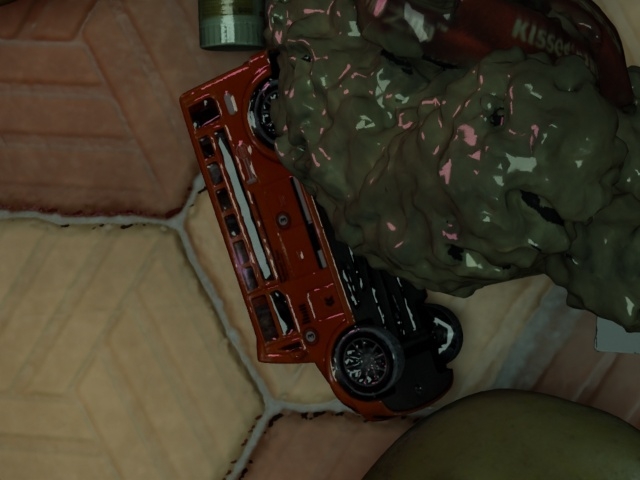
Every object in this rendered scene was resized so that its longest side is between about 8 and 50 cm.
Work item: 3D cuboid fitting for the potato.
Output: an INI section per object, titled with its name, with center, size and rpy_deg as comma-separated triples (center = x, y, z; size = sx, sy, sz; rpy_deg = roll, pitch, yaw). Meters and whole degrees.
[potato]
center = 0.103, 0.254, 1.076
size = 0.243, 0.221, 0.326
rpy_deg = 35, 85, -5

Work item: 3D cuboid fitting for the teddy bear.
[teddy bear]
center = 0.148, -0.075, 1.017
size = 0.368, 0.357, 0.224
rpy_deg = 8, 129, -31

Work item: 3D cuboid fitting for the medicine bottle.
[medicine bottle]
center = -0.062, -0.174, 1.179
size = 0.047, 0.047, 0.083
rpy_deg = -2, 90, 7

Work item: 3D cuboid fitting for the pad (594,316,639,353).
[pad]
center = 0.286, 0.025, 1.159
size = 0.193, 0.004, 0.116
rpy_deg = 4, 92, 6

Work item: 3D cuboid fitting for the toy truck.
[toy truck]
center = 0.000, 0.000, 1.140
size = 0.114, 0.107, 0.252
rpy_deg = -19, 88, 31

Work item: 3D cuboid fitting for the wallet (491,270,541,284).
[wallet]
center = 0.114, -0.070, 1.165
size = 0.110, 0.031, 0.198
rpy_deg = -12, 89, 8

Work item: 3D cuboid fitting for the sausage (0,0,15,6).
[sausage]
center = -0.063, -0.282, 1.135
size = 0.501, 0.136, 0.123
rpy_deg = -20, 107, 6
